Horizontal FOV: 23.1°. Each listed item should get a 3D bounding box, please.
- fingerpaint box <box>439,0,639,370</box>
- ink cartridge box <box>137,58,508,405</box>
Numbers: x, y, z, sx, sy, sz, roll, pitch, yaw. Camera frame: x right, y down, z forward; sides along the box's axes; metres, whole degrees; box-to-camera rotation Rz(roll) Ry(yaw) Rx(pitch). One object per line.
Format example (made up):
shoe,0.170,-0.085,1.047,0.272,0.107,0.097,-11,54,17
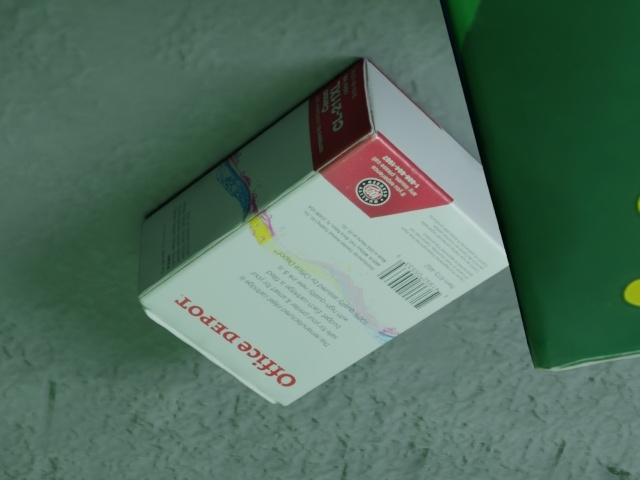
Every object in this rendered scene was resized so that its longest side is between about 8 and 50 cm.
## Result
fingerpaint box,0.071,-0.257,0.411,0.163,0.445,0.371,-11,133,9
ink cartridge box,0.000,0.000,0.890,0.175,0.072,0.127,-34,127,24
